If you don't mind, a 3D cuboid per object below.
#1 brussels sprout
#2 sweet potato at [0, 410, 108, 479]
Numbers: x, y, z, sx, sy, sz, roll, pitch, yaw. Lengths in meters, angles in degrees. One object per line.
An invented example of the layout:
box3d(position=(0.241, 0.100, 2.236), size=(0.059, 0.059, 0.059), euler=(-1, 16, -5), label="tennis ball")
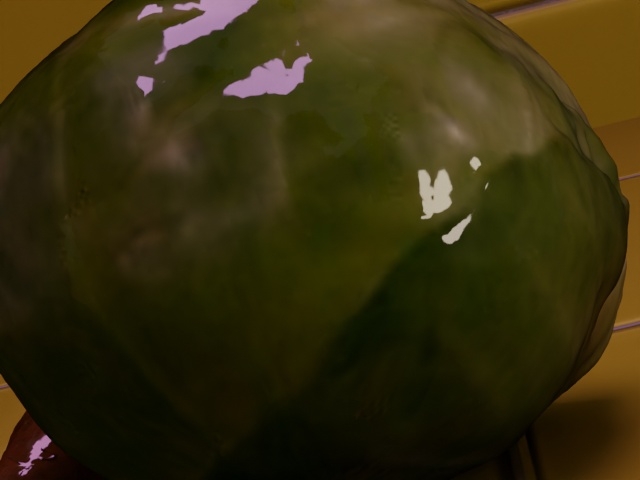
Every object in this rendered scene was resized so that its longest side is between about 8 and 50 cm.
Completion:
box3d(position=(0.004, 0.002, 0.970), size=(0.355, 0.281, 0.289), euler=(4, -38, -42), label="brussels sprout")
box3d(position=(-0.085, 0.086, 1.137), size=(0.112, 0.112, 0.359), euler=(-8, 13, 41), label="sweet potato")
